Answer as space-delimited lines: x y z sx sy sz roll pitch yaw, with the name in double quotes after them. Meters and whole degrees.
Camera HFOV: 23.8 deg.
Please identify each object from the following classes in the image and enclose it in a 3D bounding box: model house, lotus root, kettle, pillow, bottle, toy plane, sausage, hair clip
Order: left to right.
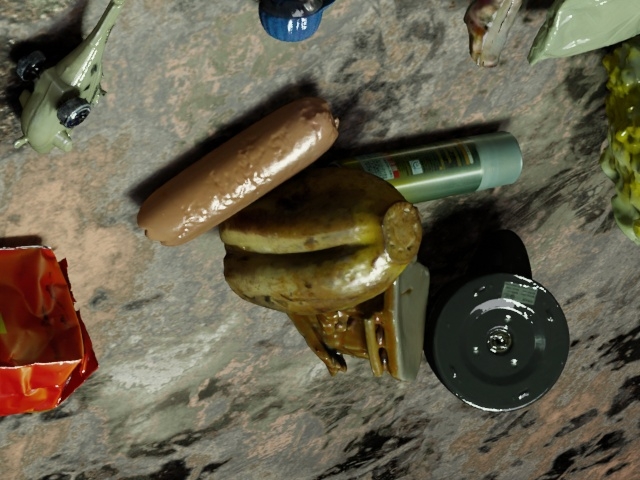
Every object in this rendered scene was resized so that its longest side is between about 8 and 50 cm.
-0.254 -0.196 1.646 0.108 0.092 0.286 -28 160 -47 "toy plane"
-0.103 -0.086 1.931 0.289 0.086 0.086 -34 150 9 "sausage"
-0.004 0.005 1.975 0.291 0.193 0.193 -6 162 31 "lotus root"
0.035 0.095 2.229 0.229 0.219 0.199 7 177 24 "model house"
0.147 -0.095 2.124 0.286 0.082 0.082 -12 147 -25 "bottle"
0.263 0.114 2.362 0.207 0.268 0.290 17 -178 -5 "kettle"
0.250 -0.348 1.821 0.173 0.069 0.300 0 129 -46 "hair clip"
0.413 -0.343 1.921 0.281 0.076 0.274 -22 155 -35 "pillow"

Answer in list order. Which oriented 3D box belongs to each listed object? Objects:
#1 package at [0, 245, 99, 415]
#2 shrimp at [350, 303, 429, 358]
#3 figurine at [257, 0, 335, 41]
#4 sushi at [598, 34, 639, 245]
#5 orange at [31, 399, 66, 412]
-0.488 0.116 1.829 0.424 0.196 0.123 -4 144 -33 "package"
0.086 0.155 2.493 0.294 0.062 0.154 3 144 -44 "shrimp"
-0.035 -0.285 1.691 0.086 0.087 0.149 7 154 17 "figurine"
0.572 -0.128 2.105 0.351 0.396 0.240 -19 150 1 "sushi"
-0.389 0.161 2.044 0.156 0.134 0.156 -35 159 -16 "orange"
